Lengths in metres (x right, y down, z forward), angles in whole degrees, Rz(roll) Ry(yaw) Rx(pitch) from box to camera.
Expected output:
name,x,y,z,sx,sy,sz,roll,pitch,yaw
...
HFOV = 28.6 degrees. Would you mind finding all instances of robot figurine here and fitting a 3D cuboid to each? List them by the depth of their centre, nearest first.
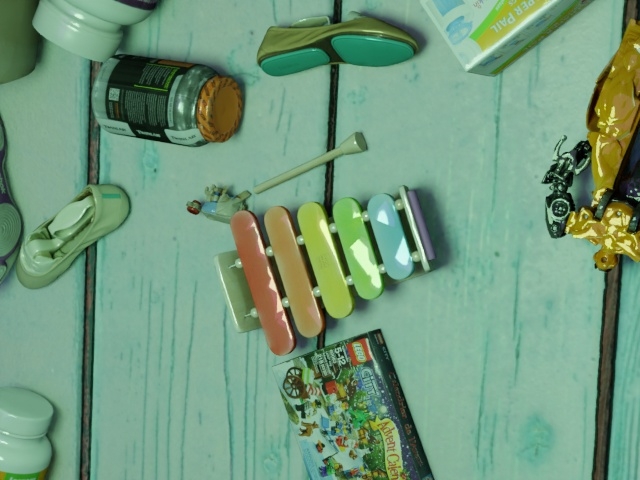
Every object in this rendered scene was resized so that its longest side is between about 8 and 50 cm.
name,x,y,z,sx,sy,sz,roll,pitch,yaw
robot figurine,0.386,-0.099,1.481,0.211,0.085,0.291,24,103,24

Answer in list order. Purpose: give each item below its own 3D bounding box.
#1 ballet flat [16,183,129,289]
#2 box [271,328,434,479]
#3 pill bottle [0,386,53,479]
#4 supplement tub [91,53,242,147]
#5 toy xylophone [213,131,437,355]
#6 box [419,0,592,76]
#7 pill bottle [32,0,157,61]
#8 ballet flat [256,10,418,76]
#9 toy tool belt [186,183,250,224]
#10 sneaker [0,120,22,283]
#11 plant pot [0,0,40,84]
name,x,y,z,sx,sy,sz,roll,pitch,yaw
ballet flat,-0.393,-0.006,1.882,0.248,0.086,0.086,-38,77,24
box,0.044,0.254,1.702,0.159,0.044,0.233,-23,84,27
pill bottle,-0.493,0.356,1.928,0.136,0.136,0.246,27,105,23
supplement tub,-0.213,-0.194,1.758,0.190,0.117,0.117,12,99,26
toy xylophone,0.000,0.000,1.685,0.322,0.081,0.236,-29,80,25
box,0.243,-0.304,1.526,0.203,0.103,0.114,-38,76,24
pill bottle,-0.285,-0.409,1.749,0.169,0.169,0.301,35,108,20
ballet flat,0.021,-0.270,1.662,0.232,0.080,0.073,-2,63,24
toy tool belt,-0.143,-0.055,1.777,0.083,0.052,0.051,13,69,22
sneaker,-0.550,-0.061,1.938,0.152,0.114,0.305,-13,78,19
plant pot,-0.531,-0.374,1.825,0.323,0.323,0.280,7,114,26
